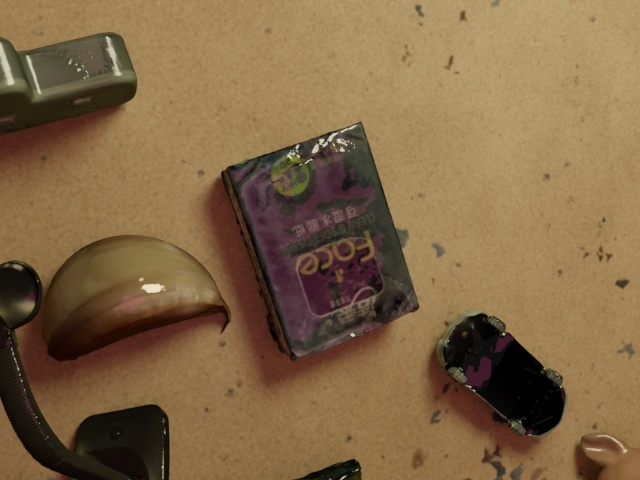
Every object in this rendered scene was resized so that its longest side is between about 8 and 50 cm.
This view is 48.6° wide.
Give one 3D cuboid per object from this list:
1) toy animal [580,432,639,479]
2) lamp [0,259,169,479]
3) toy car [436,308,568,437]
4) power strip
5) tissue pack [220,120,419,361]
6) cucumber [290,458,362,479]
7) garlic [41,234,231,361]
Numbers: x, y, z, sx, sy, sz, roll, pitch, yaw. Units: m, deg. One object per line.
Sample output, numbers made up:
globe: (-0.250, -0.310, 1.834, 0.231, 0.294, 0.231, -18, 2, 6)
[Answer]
toy animal: (0.404, 0.399, 0.931, 0.165, 0.149, 0.248, 35, 75, -31)
lamp: (-0.293, 0.175, 0.689, 0.203, 0.125, 0.283, -15, 131, 16)
toy car: (0.236, 0.175, 0.913, 0.205, 0.056, 0.095, 41, 81, -18)
power strip: (-0.308, -0.138, 0.669, 0.264, 0.193, 0.059, -18, 95, -14)
tissue pack: (0.000, 0.000, 0.827, 0.173, 0.073, 0.236, -19, 97, -13)
cucumber: (-0.051, 0.318, 0.839, 0.211, 0.062, 0.078, -24, 133, -20)
garlic: (-0.192, 0.055, 0.754, 0.206, 0.115, 0.128, -7, 88, -19)
